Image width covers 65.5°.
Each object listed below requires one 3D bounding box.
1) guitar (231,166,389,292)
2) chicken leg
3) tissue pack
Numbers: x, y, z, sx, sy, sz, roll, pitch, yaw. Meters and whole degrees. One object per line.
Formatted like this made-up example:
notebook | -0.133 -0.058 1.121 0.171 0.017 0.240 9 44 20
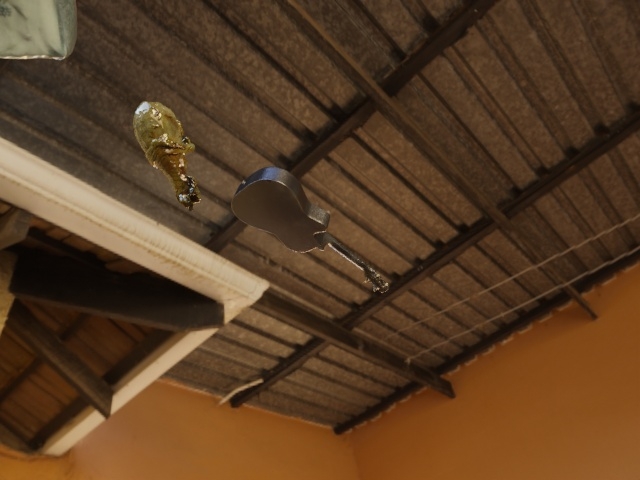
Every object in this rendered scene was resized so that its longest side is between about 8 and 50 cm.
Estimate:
guitar | 0.000 0.000 0.593 0.233 0.025 0.088 38 -45 -24
chicken leg | -0.295 -0.169 0.994 0.088 0.103 0.228 -28 -81 4
tissue pack | -0.366 -0.353 0.619 0.103 0.315 0.228 -9 -65 -22
